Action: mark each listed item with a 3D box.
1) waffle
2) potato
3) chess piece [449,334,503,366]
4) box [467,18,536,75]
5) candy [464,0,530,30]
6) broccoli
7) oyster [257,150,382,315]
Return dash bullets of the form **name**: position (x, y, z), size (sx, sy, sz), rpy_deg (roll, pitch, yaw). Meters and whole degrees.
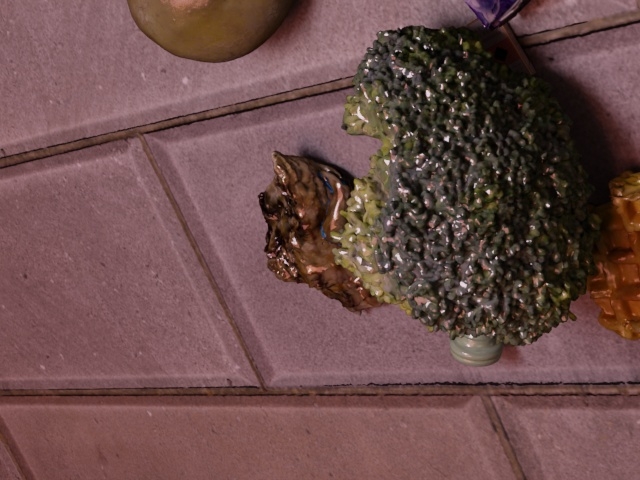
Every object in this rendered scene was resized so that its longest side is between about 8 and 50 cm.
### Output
- **waffle**: position (0.407, 0.035, 1.565), size (0.312, 0.060, 0.307), rpy_deg (33, 137, 21)
- **potato**: position (-0.130, -0.305, 1.772), size (0.178, 0.160, 0.235), rpy_deg (28, 137, -32)
- **chess piece**: position (0.194, 0.097, 1.830), size (0.067, 0.067, 0.103), rpy_deg (20, 124, 35)
- **box**: position (0.198, -0.210, 1.622), size (0.046, 0.012, 0.083), rpy_deg (-24, 100, 51)
- **candy**: position (0.112, -0.362, 1.551), size (0.312, 0.061, 0.088), rpy_deg (50, 144, 4)
- **broccoli**: position (0.125, -0.048, 1.611), size (0.302, 0.249, 0.375), rpy_deg (-26, 91, 58)
- **oyster**: position (0.000, 0.000, 1.939), size (0.223, 0.083, 0.214), rpy_deg (37, 142, 9)
